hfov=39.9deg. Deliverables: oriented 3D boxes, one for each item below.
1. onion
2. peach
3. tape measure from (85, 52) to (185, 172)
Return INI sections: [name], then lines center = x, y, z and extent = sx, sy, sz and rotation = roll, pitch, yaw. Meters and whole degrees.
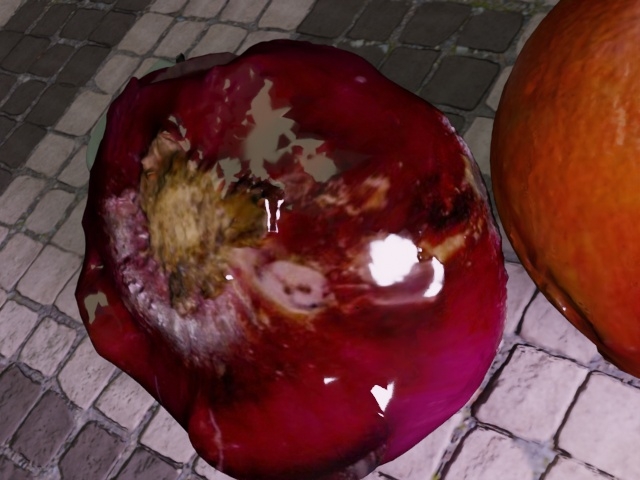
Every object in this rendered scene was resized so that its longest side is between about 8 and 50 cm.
[onion]
center = 0.000, 0.000, 0.832
extent = 0.398, 0.398, 0.420
rotation = -3, 13, 27
[peach]
center = 0.310, -0.059, 0.681
extent = 0.372, 0.373, 0.290
rotation = -53, 16, -14
[tape measure]
center = -0.147, -0.103, 1.091
extent = 0.215, 0.098, 0.351
rotation = -47, 45, -12
